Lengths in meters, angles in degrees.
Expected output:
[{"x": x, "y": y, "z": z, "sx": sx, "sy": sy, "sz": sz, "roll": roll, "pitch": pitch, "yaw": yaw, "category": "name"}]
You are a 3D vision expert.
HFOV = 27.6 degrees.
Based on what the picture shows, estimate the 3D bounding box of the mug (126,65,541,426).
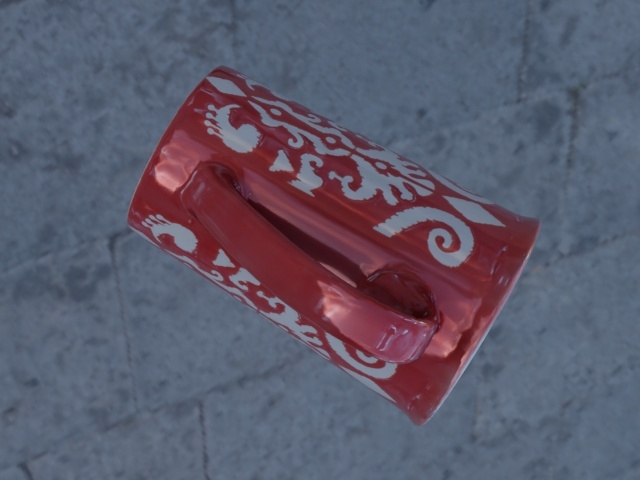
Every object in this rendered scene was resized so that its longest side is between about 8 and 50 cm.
[{"x": 0.005, "y": -0.008, "z": 0.602, "sx": 0.113, "sy": 0.169, "sz": 0.150, "roll": -58, "pitch": 176, "yaw": -13, "category": "mug"}]
